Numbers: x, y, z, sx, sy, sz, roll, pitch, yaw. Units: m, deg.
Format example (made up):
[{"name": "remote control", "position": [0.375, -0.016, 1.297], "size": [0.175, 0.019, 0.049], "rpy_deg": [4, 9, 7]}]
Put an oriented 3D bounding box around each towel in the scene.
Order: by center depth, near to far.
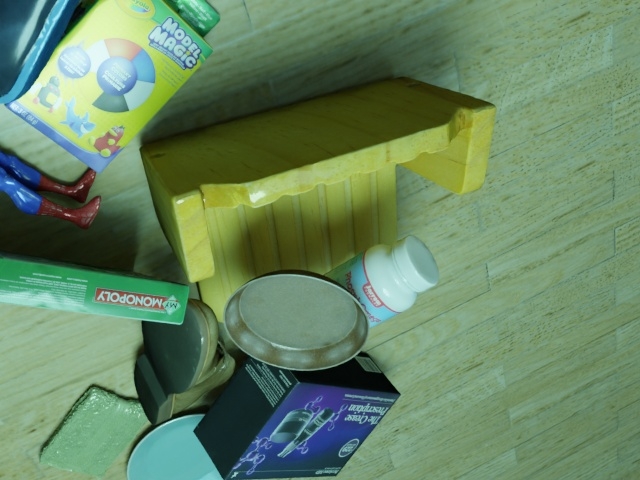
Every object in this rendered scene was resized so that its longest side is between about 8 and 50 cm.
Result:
[{"name": "towel", "position": [-0.323, 0.277, 1.069], "size": [0.110, 0.027, 0.148], "rpy_deg": [29, 106, -35]}]

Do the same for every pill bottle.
[{"name": "pill bottle", "position": [0.059, 0.058, 0.903], "size": [0.160, 0.087, 0.087], "rpy_deg": [-32, 133, 30]}]

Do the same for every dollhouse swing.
[{"name": "dollhouse swing", "position": [0.000, 0.000, 0.902], "size": [0.346, 0.315, 0.305], "rpy_deg": [-17, 115, -15]}]

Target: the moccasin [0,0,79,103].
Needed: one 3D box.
[{"name": "moccasin", "position": [-0.251, -0.291, 0.670], "size": [0.116, 0.138, 0.342], "rpy_deg": [29, 95, -17]}]

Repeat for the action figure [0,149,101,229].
[{"name": "action figure", "position": [-0.358, -0.113, 0.771], "size": [0.280, 0.091, 0.139], "rpy_deg": [14, 119, -32]}]

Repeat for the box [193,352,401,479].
[{"name": "box", "position": [-0.027, 0.255, 1.109], "size": [0.261, 0.103, 0.184], "rpy_deg": [19, 114, -50]}]

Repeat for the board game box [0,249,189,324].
[{"name": "board game box", "position": [-0.328, 0.038, 0.804], "size": [0.317, 0.213, 0.046], "rpy_deg": [11, 86, -30]}]

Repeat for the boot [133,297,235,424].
[{"name": "boot", "position": [-0.163, 0.143, 0.966], "size": [0.115, 0.112, 0.305], "rpy_deg": [-17, 159, -28]}]

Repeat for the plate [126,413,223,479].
[{"name": "plate", "position": [-0.208, 0.336, 1.162], "size": [0.188, 0.024, 0.188], "rpy_deg": [-12, 125, -19]}]

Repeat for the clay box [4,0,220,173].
[{"name": "clay box", "position": [-0.218, -0.195, 0.807], "size": [0.222, 0.053, 0.127], "rpy_deg": [-45, 127, 8]}]

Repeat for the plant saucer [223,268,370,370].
[{"name": "plant saucer", "position": [-0.027, 0.088, 0.859], "size": [0.168, 0.029, 0.169], "rpy_deg": [3, 133, 4]}]
